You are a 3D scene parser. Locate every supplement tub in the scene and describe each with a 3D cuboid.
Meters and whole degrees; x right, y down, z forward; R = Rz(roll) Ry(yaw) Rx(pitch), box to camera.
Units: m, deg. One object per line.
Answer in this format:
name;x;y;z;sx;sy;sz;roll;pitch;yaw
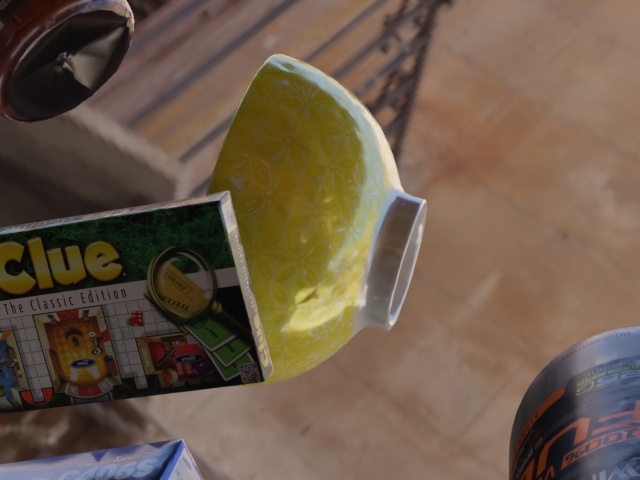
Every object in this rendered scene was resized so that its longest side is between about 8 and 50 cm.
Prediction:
supplement tub;0.231;0.212;1.349;0.207;0.338;0.207;2;-69;4
supplement tub;-0.209;-0.170;1.211;0.198;0.106;0.106;47;-37;23

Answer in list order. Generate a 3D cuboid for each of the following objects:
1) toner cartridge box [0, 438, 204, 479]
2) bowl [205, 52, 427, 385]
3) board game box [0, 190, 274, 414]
toner cartridge box;-0.270;0.310;2.054;0.348;0.075;0.165;-10;-63;26
bowl;0.000;0.000;1.660;0.156;0.289;0.289;15;-46;8
board game box;-0.170;0.050;1.401;0.260;0.030;0.136;-9;-78;20
